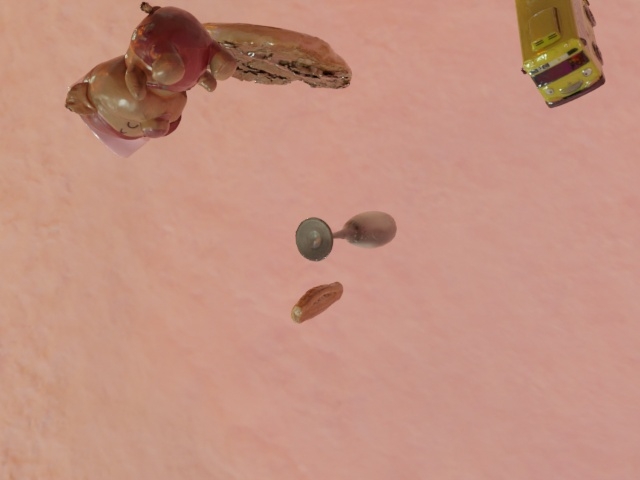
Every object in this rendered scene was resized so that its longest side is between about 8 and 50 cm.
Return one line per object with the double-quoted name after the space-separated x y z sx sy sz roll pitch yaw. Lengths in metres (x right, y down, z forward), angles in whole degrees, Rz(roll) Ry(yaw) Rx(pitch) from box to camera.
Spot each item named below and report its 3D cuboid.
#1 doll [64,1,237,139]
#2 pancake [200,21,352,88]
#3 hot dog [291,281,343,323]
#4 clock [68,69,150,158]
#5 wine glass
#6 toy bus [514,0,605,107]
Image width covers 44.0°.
-0.267 -0.246 1.254 0.256 0.196 0.152 -29 52 37 "doll"
-0.113 -0.377 1.639 0.382 0.382 0.071 13 92 36 "pancake"
-0.004 0.088 1.197 0.028 0.137 0.044 25 116 24 "hot dog"
-0.467 -0.279 1.758 0.068 0.197 0.196 -36 59 6 "clock"
0.000 0.000 1.876 0.264 0.310 0.096 -14 88 33 "wine glass"
0.466 -0.404 1.565 0.128 0.150 0.262 -24 42 31 "toy bus"
